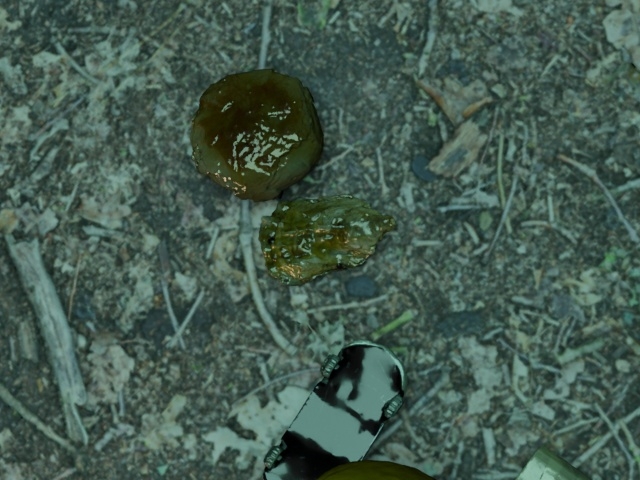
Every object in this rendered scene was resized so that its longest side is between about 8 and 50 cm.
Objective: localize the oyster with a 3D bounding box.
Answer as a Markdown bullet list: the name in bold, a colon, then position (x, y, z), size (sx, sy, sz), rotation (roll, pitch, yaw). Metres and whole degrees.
- **oyster**: position (0.000, 0.000, 2.007), size (0.146, 0.045, 0.121), rotation (26, 99, 13)

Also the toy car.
- **toy car**: position (0.018, 0.201, 1.956), size (0.095, 0.056, 0.205), rotation (32, 87, 13)

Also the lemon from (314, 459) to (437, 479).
- **lemon**: position (0.068, 0.357, 1.823), size (0.310, 0.253, 0.253), rotation (40, 88, -9)

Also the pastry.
- **pastry**: position (-0.071, -0.119, 2.012), size (0.153, 0.081, 0.153), rotation (-2, 81, 13)

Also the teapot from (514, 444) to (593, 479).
- **teapot**: position (0.282, 0.311, 1.886), size (0.200, 0.077, 0.107), rotation (34, 91, 13)
